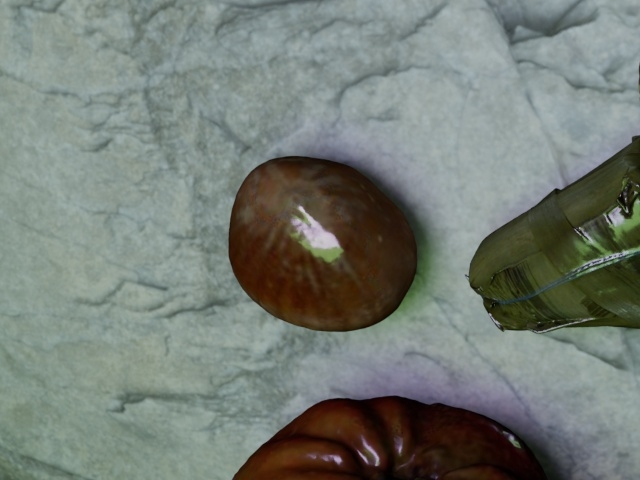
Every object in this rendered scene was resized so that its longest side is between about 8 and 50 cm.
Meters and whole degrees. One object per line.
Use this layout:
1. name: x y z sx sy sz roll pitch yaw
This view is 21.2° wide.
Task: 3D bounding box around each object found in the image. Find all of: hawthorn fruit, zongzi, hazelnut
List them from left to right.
1. hazelnut: 0.000 0.000 1.798 0.214 0.176 0.214 22 160 8
2. hawthorn fruit: 0.076 0.371 1.806 0.403 0.403 0.402 8 111 22
3. zongzi: 0.308 0.064 1.731 0.251 0.125 0.274 -32 106 34

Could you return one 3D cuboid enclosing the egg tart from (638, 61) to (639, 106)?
1. egg tart: 0.362 -0.109 1.549 0.212 0.090 0.212 30 133 39
